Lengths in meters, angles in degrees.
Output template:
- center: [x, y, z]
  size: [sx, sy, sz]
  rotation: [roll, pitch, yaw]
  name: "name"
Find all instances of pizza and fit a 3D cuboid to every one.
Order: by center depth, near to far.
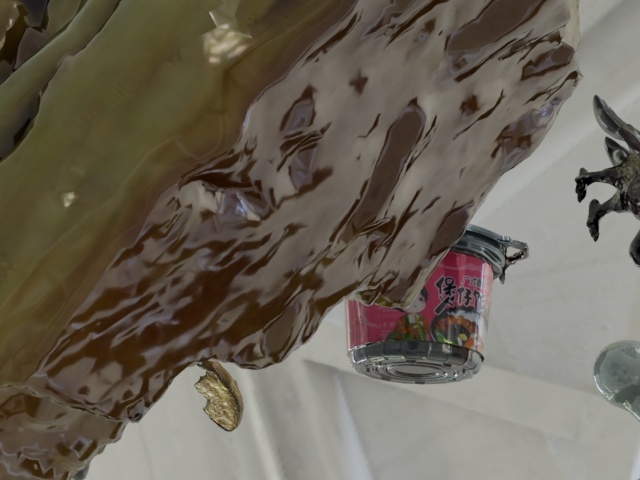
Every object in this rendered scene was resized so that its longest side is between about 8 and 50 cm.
- center: [-0.080, 0.123, 0.889]
  size: [0.037, 0.083, 0.016]
  rotation: [-1, -140, 18]
  name: "pizza"

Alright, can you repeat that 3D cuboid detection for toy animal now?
- center: [0.378, -0.067, 1.259]
  size: [0.179, 0.116, 0.218]
  rotation: [7, -55, 48]
  name: "toy animal"

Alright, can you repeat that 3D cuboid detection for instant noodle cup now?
- center: [0.132, 0.095, 1.525]
  size: [0.302, 0.258, 0.182]
  rotation: [-6, -111, 24]
  name: "instant noodle cup"

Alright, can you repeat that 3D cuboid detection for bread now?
- center: [-0.060, -0.043, 0.505]
  size: [0.191, 0.314, 0.370]
  rotation: [41, -89, 22]
  name: "bread"

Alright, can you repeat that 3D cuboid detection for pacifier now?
- center: [0.413, 0.209, 1.305]
  size: [0.287, 0.238, 0.226]
  rotation: [-41, -100, 15]
  name: "pacifier"

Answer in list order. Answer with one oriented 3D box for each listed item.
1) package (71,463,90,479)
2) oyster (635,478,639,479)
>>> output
- center: [-0.210, 0.086, 0.948]
  size: [0.226, 0.168, 0.090]
  rotation: [-51, -161, 6]
  name: "package"
- center: [0.221, 0.360, 0.864]
  size: [0.361, 0.221, 0.096]
  rotation: [-52, -170, -8]
  name: "oyster"
